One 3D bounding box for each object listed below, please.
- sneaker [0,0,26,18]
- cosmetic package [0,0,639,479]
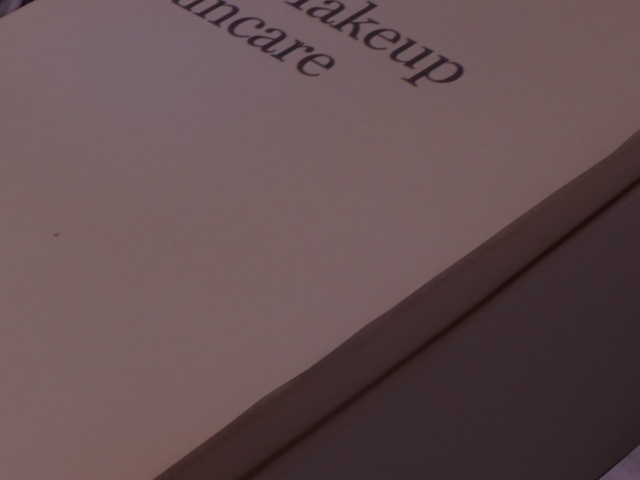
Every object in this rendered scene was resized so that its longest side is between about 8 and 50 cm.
[{"bbox_3d":[-0.165,-0.141,0.787,0.118,0.110,0.292,52,159,-9],"label":"sneaker"},{"bbox_3d":[0.000,0.000,0.467,0.160,0.309,0.113,31,142,34],"label":"cosmetic package"}]
